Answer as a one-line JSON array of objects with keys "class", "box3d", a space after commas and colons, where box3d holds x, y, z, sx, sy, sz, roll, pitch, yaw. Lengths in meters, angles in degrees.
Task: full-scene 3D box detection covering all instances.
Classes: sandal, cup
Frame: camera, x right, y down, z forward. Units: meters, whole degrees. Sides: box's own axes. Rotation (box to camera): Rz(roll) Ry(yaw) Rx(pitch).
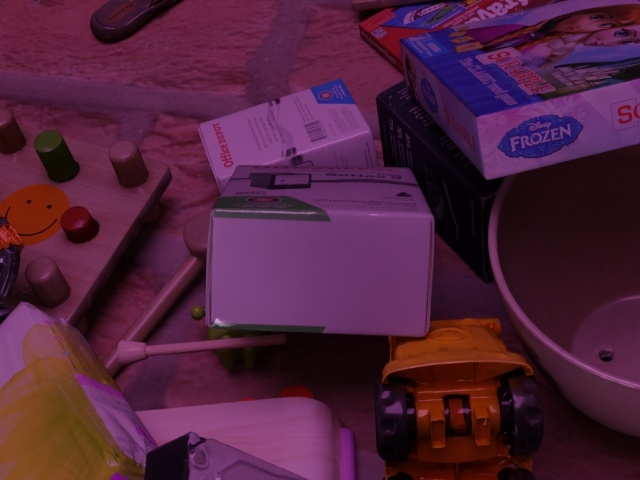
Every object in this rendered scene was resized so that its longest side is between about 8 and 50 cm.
[{"class": "sandal", "box3d": [-0.251, -0.375, 1.672, 0.090, 0.060, 0.219, 35, 66, 30]}, {"class": "cup", "box3d": [0.331, 0.064, 1.124, 0.331, 0.237, 0.331, -5, 52, 6]}]

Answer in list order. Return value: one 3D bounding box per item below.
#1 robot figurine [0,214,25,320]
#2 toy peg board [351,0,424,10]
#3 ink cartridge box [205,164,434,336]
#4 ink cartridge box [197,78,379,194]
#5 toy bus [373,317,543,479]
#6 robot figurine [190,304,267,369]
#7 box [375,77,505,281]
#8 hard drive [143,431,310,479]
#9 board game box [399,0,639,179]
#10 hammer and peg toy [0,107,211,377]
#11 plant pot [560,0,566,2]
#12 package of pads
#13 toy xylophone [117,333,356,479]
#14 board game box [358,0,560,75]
[{"class": "robot figurine", "box3d": [-0.434, 0.044, 1.251, 0.291, 0.085, 0.211, -45, 79, 21]}, {"class": "toy peg board", "box3d": [0.121, -0.405, 1.597, 0.160, 0.079, 0.161, -6, 44, 13]}, {"class": "ink cartridge box", "box3d": [0.000, 0.000, 1.193, 0.211, 0.122, 0.289, 1, 12, 0]}, {"class": "ink cartridge box", "box3d": [-0.039, -0.108, 1.402, 0.190, 0.082, 0.140, -19, 37, -3]}, {"class": "toy bus", "box3d": [0.124, 0.179, 1.128, 0.149, 0.220, 0.211, -4, 19, -1]}, {"class": "robot figurine", "box3d": [-0.094, 0.086, 1.288, 0.101, 0.067, 0.115, -3, 51, -4]}, {"class": "box", "box3d": [0.167, -0.083, 1.320, 0.108, 0.153, 0.207, -31, 55, -15]}, {"class": "hard drive", "box3d": [0.003, 0.314, 0.898, 0.064, 0.339, 0.237, -29, 44, 35]}, {"class": "board game box", "box3d": [0.267, -0.174, 1.151, 0.318, 0.066, 0.319, -14, 24, -5]}, {"class": "hammer and peg toy", "box3d": [-0.296, -0.006, 1.354, 0.361, 0.127, 0.266, 16, 57, 21]}, {"class": "plant pot", "box3d": [0.461, -0.269, 1.388, 0.237, 0.237, 0.254, -33, 70, -15]}, {"class": "package of pads", "box3d": [-0.284, 0.217, 1.118, 0.229, 0.101, 0.296, -49, 42, 0]}, {"class": "toy xylophone", "box3d": [-0.119, 0.213, 1.185, 0.322, 0.081, 0.236, 1, 54, 10]}, {"class": "board game box", "box3d": [0.208, -0.314, 1.569, 0.281, 0.027, 0.145, -32, 55, -14]}]
